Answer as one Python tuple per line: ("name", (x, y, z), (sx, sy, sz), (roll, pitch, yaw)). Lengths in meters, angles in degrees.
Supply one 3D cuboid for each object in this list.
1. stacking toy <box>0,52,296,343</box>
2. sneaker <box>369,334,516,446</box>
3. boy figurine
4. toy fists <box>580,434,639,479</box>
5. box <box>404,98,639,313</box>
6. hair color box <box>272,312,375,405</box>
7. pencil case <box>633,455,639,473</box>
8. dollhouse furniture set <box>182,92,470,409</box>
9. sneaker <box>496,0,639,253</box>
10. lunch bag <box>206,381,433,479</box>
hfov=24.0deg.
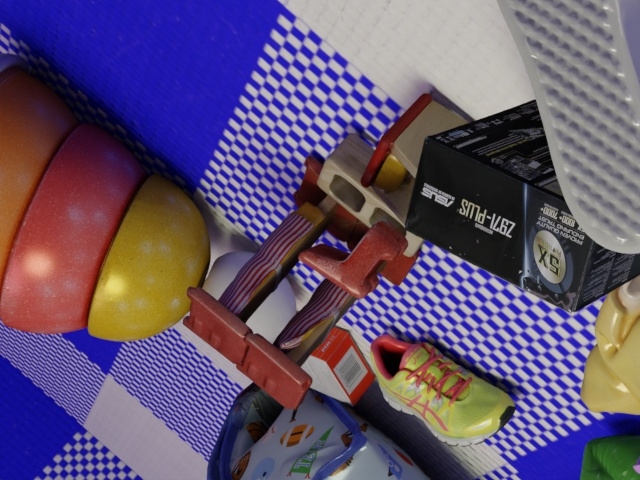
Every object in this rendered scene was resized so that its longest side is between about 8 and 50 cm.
("stacking toy", (-0.259, 0.017, 1.816), (0.480, 0.350, 0.350), (24, 156, 2))
("sneaker", (0.125, 0.160, 1.671), (0.208, 0.081, 0.094), (15, 144, 48))
("boy figurine", (0.307, 0.098, 1.258), (0.177, 0.092, 0.285), (42, 158, 2))
("toy fists", (0.370, 0.305, 1.524), (0.279, 0.096, 0.142), (46, 159, -14))
("box", (0.175, -0.033, 1.105), (0.147, 0.180, 0.077), (27, 120, 29))
("hair color box", (-0.019, 0.139, 1.900), (0.167, 0.053, 0.093), (17, 149, 42))
("pencil case", (0.390, 0.247, 1.397), (0.206, 0.088, 0.086), (42, 162, 1))
("dollhouse furniture set", (0.000, 0.000, 1.425), (0.152, 0.201, 0.374), (39, 158, 6))
("sneaker", (0.190, -0.162, 0.956), (0.126, 0.127, 0.321), (2, 112, 49))
("lunch bag", (0.031, 0.361, 1.990), (0.328, 0.239, 0.385), (49, 179, -20))
